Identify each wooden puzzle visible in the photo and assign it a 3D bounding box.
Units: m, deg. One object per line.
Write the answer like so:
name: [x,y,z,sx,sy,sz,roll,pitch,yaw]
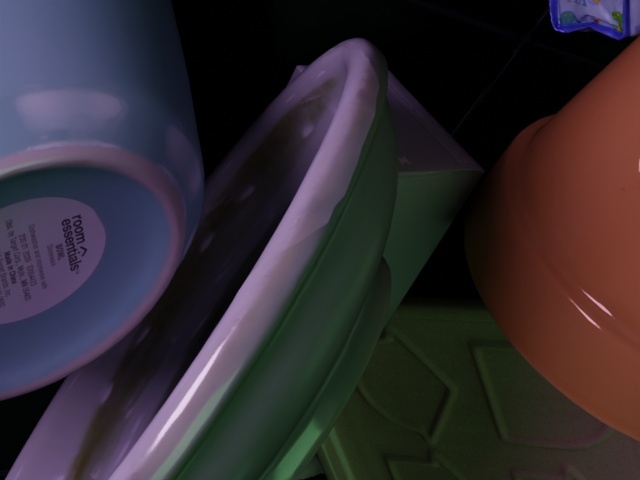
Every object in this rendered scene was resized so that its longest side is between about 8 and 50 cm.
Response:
wooden puzzle: [0.160,0.166,1.041,0.080,0.348,0.322,-58,136,-46]

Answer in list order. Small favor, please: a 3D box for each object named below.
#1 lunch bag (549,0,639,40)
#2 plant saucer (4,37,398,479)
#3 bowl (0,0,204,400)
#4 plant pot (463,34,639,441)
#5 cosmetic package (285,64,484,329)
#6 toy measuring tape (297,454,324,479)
lunch bag: [0.230,-0.228,0.846,0.129,0.096,0.151,-17,113,-29]
plant saucer: [-0.061,0.070,0.698,0.100,0.400,0.400,36,109,-13]
bowl: [-0.187,-0.028,0.635,0.311,0.163,0.311,-25,146,-18]
plant pot: [0.268,-0.027,0.802,0.291,0.291,0.203,-10,141,-35]
cosmetic package: [0.000,0.000,0.881,0.107,0.127,0.238,-3,136,-45]
toy measuring tape: [0.068,0.158,1.201,0.330,0.121,0.121,-16,148,8]
